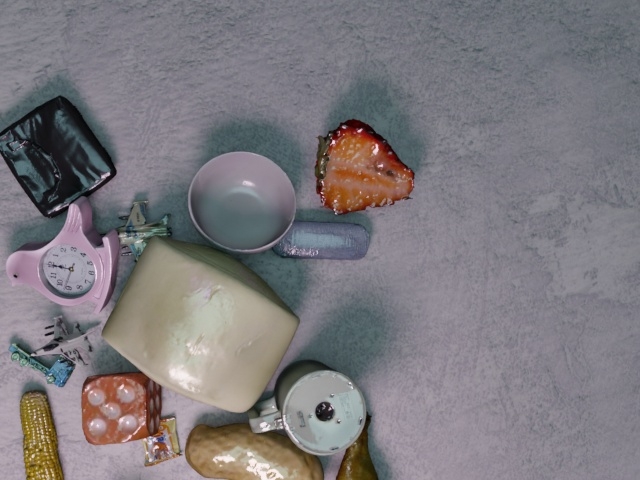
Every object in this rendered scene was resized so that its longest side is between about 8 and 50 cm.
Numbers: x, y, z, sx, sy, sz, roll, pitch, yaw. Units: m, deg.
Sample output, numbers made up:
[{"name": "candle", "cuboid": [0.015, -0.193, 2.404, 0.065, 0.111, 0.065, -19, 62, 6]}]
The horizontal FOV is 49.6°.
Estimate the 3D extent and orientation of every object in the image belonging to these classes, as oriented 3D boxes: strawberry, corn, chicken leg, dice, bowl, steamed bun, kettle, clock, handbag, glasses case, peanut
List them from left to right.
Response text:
[{"name": "corn", "cuboid": [-0.740, 0.556, 1.832, 0.097, 0.097, 0.320, -9, 85, -7]}, {"name": "handbag", "cuboid": [-0.719, -0.227, 1.886, 0.244, 0.088, 0.275, -35, 94, -5]}, {"name": "clock", "cuboid": [-0.674, 0.025, 1.829, 0.275, 0.080, 0.290, 15, 106, -3]}, {"name": "dice", "cuboid": [-0.516, 0.433, 1.815, 0.179, 0.174, 0.175, -7, 81, -1]}, {"name": "steamed bun", "cuboid": [-0.302, 0.216, 1.784, 0.455, 0.290, 0.371, 28, 91, -6]}, {"name": "bowl", "cuboid": [-0.215, -0.085, 1.888, 0.286, 0.144, 0.287, 3, 71, -8]}, {"name": "peanut", "cuboid": [-0.176, 0.598, 1.860, 0.387, 0.169, 0.192, 20, 89, -2]}, {"name": "kettle", "cuboid": [-0.035, 0.441, 1.804, 0.205, 0.318, 0.265, 45, 82, -5]}, {"name": "glasses case", "cuboid": [0.000, 0.000, 1.965, 0.282, 0.067, 0.109, 2, 89, -8]}, {"name": "strawberry", "cuboid": [0.110, -0.221, 1.957, 0.280, 0.150, 0.254, -10, 108, -9]}, {"name": "chicken leg", "cuboid": [0.112, 0.648, 1.900, 0.211, 0.140, 0.361, 40, 57, -41]}]

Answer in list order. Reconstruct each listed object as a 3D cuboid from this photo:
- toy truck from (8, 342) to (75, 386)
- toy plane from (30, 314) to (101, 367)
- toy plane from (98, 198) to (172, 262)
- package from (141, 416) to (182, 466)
[{"name": "toy truck", "cuboid": [-0.747, 0.320, 1.861, 0.175, 0.067, 0.081, 33, 78, 0]}, {"name": "toy plane", "cuboid": [-0.681, 0.276, 1.811, 0.082, 0.234, 0.160, -33, 85, 29]}, {"name": "toy plane", "cuboid": [-0.537, -0.013, 1.900, 0.261, 0.088, 0.192, -6, 82, 3]}, {"name": "package", "cuboid": [-0.440, 0.551, 1.896, 0.108, 0.031, 0.121, -12, 87, -6]}]
